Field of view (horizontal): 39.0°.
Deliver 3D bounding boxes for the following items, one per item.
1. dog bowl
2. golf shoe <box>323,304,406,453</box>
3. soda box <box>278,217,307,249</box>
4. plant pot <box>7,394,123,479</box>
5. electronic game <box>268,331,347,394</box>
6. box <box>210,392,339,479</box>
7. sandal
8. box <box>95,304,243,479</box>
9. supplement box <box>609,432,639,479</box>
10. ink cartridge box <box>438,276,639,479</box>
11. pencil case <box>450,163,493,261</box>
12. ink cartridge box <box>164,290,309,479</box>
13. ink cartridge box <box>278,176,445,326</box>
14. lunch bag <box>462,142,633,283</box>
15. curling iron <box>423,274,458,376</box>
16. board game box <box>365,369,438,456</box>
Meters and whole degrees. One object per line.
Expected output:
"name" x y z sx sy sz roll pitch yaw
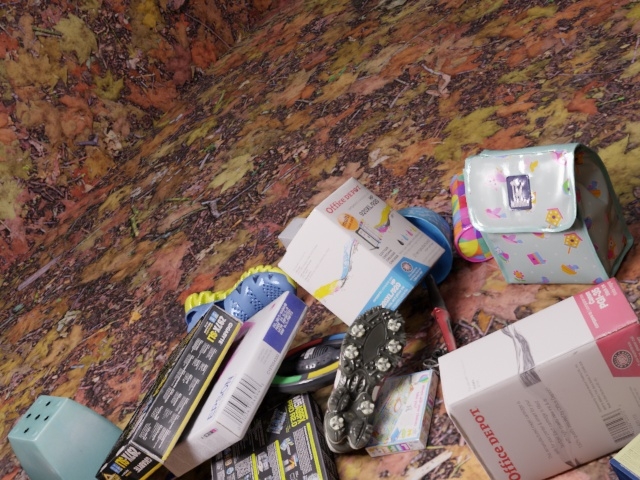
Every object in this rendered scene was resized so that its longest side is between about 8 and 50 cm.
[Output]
"dog bowl" 0.137 0.022 1.846 0.297 0.166 0.074 -15 22 31
"golf shoe" 0.065 0.239 1.577 0.120 0.105 0.273 113 -179 -63
"soda box" 0.000 0.000 2.110 0.216 0.069 0.074 7 49 52
"plant pot" -0.488 0.422 1.791 0.165 0.234 0.165 -5 39 43
"electronic game" -0.008 0.229 1.716 0.229 0.048 0.229 -19 11 4
"box" -0.082 0.407 1.574 0.216 0.060 0.270 -30 28 6
"sandal" -0.183 0.161 2.012 0.317 0.126 0.138 -27 31 31
"box" -0.289 0.305 1.719 0.257 0.079 0.322 -44 14 50
"supplement box" 0.445 0.300 1.188 0.083 0.056 0.083 -39 28 -9
"ink cartridge box" 0.336 0.210 1.283 0.283 0.207 0.117 -26 28 14
"pencil case" 0.316 -0.059 1.841 0.104 0.104 0.236 -22 32 21
"ink cartridge box" -0.186 0.284 1.737 0.330 0.071 0.324 -38 18 45
"ink cartridge box" 0.077 0.032 1.714 0.171 0.232 0.168 -41 -13 -52
"lunch bag" 0.390 -0.053 1.579 0.223 0.262 0.160 -1 42 44
"curling iron" 0.214 0.148 1.675 0.068 0.035 0.274 -26 33 18
"board game box" 0.141 0.295 1.548 0.103 0.026 0.154 -17 33 30
